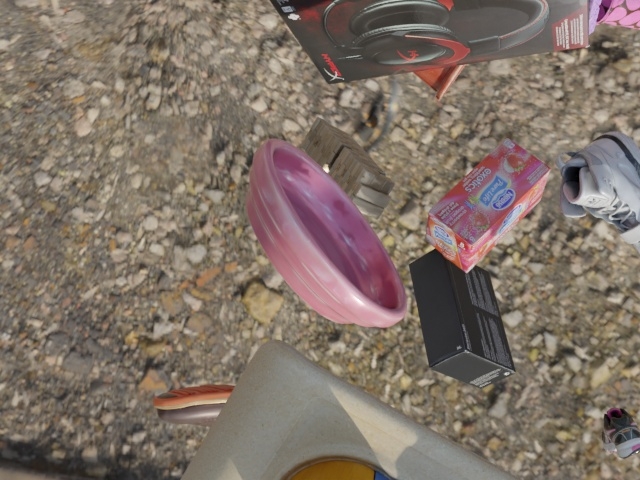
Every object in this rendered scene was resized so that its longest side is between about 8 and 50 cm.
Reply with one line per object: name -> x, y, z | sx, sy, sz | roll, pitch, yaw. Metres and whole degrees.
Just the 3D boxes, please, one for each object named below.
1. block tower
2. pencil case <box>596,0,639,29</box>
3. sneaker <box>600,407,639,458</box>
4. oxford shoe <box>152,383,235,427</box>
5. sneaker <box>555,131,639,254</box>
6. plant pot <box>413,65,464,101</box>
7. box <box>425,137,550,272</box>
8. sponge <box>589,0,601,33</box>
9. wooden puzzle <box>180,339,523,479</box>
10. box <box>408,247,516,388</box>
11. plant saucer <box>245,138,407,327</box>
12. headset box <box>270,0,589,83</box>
block tower -> 0.061, -0.176, 1.824 | 0.097, 0.335, 0.091 | 21, 110, -33
pencil case -> 0.695, -0.510, 1.730 | 0.209, 0.095, 0.098 | 3, 126, -22
sneaker -> 0.543, 0.337, 1.400 | 0.072, 0.178, 0.077 | -21, 79, 2
oxford shoe -> -0.090, 0.242, 1.016 | 0.271, 0.097, 0.098 | 11, 80, -29
sneaker -> 0.644, -0.058, 1.665 | 0.210, 0.137, 0.366 | -15, 73, -32
plant pot -> 0.142, -0.389, 1.114 | 0.265, 0.272, 0.272 | 35, 100, 2
box -> 0.349, -0.074, 1.627 | 0.257, 0.122, 0.128 | -42, 156, -17
sponge -> 0.533, -0.525, 1.608 | 0.031, 0.210, 0.117 | -36, 67, -6
wooden puzzle -> 0.033, 0.283, 0.535 | 0.348, 0.080, 0.322 | 31, 110, 3
box -> 0.304, 0.166, 1.679 | 0.103, 0.261, 0.184 | -32, 137, 31
plant saucer -> 0.000, 0.000, 1.165 | 0.084, 0.332, 0.332 | -38, 111, 16
headset box -> 0.112, -0.249, 0.680 | 0.293, 0.218, 0.110 | -4, 74, 17
